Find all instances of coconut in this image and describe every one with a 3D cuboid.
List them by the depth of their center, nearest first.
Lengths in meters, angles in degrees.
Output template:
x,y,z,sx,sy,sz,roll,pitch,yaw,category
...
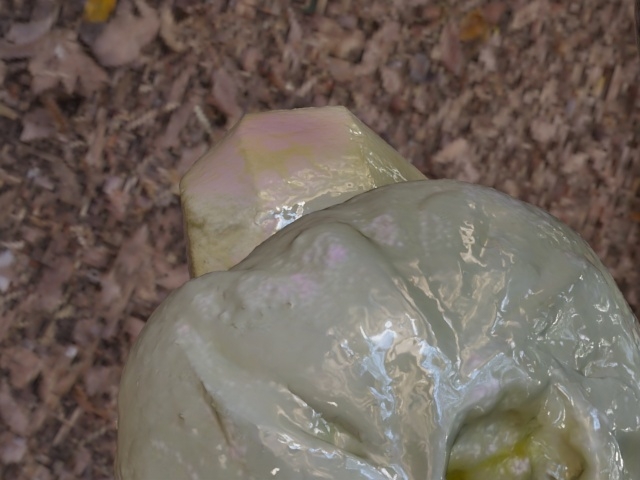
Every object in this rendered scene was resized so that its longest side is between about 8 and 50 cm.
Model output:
x,y,z,sx,sy,sz,roll,pitch,yaw,category
0.000,0.000,1.128,0.259,0.259,0.259,-37,138,-44,coconut

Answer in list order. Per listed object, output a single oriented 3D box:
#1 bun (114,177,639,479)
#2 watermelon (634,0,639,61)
x,y,z,sx,sy,sz,roll,pitch,yaw,category
0.068,0.144,0.718,0.365,0.219,0.365,-11,110,-30,bun
0.312,-0.134,0.688,0.269,0.269,0.269,-37,138,-44,watermelon
